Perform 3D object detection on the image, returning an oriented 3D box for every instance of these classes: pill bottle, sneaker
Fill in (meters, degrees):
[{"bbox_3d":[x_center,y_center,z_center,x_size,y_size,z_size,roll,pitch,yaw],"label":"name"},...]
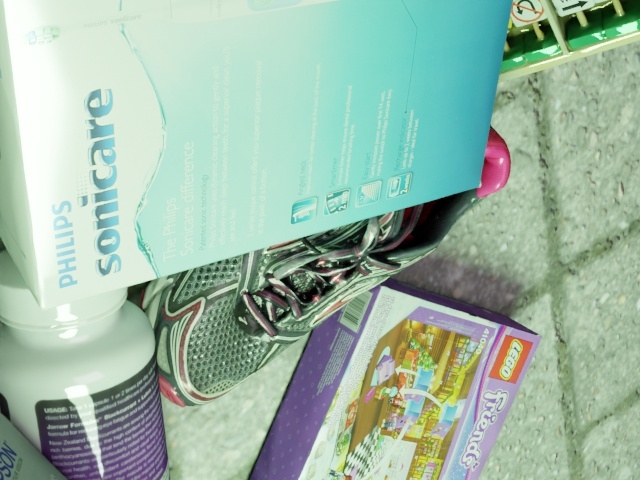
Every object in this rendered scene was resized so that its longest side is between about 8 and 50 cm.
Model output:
[{"bbox_3d":[-0.154,0.098,0.722,0.108,0.108,0.194,-18,119,-31],"label":"pill bottle"},{"bbox_3d":[0.000,0.000,0.794,0.299,0.112,0.121,-44,129,-13],"label":"sneaker"}]

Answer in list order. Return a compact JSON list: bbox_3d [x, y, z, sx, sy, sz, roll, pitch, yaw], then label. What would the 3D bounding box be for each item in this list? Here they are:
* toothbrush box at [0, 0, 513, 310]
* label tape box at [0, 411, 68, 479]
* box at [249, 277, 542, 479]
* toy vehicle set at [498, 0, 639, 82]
[{"bbox_3d":[-0.046,-0.113,0.651,0.295,0.126,0.216,-18,134,-24],"label":"toothbrush box"},{"bbox_3d":[-0.239,0.227,0.645,0.249,0.115,0.348,-38,105,6],"label":"label tape box"},{"bbox_3d":[0.045,0.181,0.942,0.200,0.057,0.293,19,97,-40],"label":"box"},{"bbox_3d":[0.182,-0.203,0.772,0.166,0.266,0.035,53,33,-38],"label":"toy vehicle set"}]
